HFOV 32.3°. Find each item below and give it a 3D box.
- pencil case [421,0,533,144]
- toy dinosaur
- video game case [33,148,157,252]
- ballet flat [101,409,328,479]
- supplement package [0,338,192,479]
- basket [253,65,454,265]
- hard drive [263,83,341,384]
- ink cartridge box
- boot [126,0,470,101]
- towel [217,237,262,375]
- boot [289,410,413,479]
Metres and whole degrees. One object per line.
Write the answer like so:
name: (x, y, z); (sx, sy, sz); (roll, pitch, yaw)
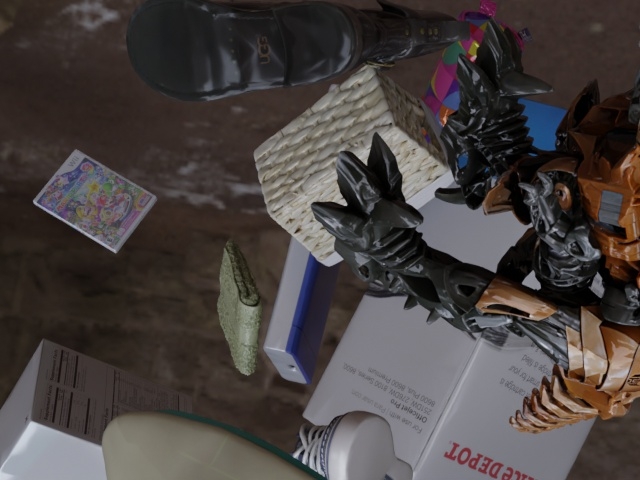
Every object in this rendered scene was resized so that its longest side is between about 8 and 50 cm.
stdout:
pencil case: (0.184, -0.193, 1.460); (0.104, 0.104, 0.236); (12, 131, -17)
toy dinosaur: (0.126, 0.012, 0.563); (0.218, 0.322, 0.164); (33, -144, 22)
video game case: (-0.273, -0.049, 1.341); (0.122, 0.087, 0.011); (30, 158, 10)
ballet flat: (0.009, 0.134, 0.365); (0.248, 0.086, 0.086); (21, 174, 22)
supplement package: (-0.358, 0.324, 1.712); (0.263, 0.199, 0.198); (25, -154, -22)
basket: (0.029, -0.075, 1.067); (0.167, 0.113, 0.103); (-35, 135, 19)
hard drive: (0.000, 0.000, 1.336); (0.040, 0.318, 0.210); (12, 165, 8)
ink cartridge box: (0.198, 0.081, 1.178); (0.166, 0.395, 0.285); (24, 174, 43)
boot: (-0.018, -0.182, 1.022); (0.263, 0.091, 0.229); (7, -165, 27)
towel: (-0.096, 0.076, 1.277); (0.027, 0.110, 0.148); (-3, -149, -17)
boot: (0.009, 0.165, 0.828); (0.086, 0.069, 0.190); (17, 158, 21)
